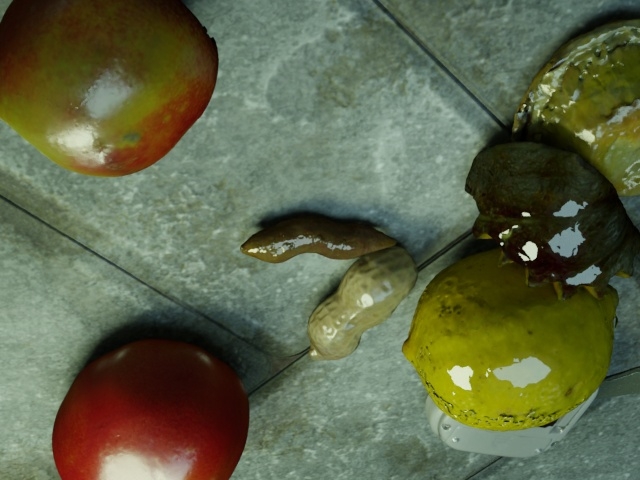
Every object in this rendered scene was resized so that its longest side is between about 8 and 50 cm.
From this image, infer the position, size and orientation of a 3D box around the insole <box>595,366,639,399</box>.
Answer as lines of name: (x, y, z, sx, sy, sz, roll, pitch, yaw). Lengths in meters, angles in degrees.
insole: (0.506, 0.245, 1.895, 0.192, 0.010, 0.063, -10, 133, -4)

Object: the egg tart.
egg tart: (0.392, -0.147, 1.425, 0.294, 0.116, 0.295, -8, 136, -8)

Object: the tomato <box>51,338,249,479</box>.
tomato: (-0.237, 0.289, 1.591, 0.298, 0.226, 0.299, -7, 137, -7)

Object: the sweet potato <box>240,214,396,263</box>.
sweet potato: (0.000, -0.003, 1.500, 0.218, 0.051, 0.065, -3, 129, -14)

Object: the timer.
timer: (0.311, 0.252, 1.796, 0.262, 0.087, 0.237, 11, 128, -24)

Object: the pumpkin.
pumpkin: (0.291, -0.023, 1.407, 0.254, 0.130, 0.149, 26, 158, 9)

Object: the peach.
peach: (-0.224, -0.179, 1.162, 0.231, 0.231, 0.231, -8, 134, -8)

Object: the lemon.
lemon: (0.270, 0.134, 1.556, 0.310, 0.258, 0.258, -18, 134, -1)

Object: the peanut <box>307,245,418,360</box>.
peanut: (0.051, 0.097, 1.583, 0.104, 0.086, 0.228, 5, 136, -49)
